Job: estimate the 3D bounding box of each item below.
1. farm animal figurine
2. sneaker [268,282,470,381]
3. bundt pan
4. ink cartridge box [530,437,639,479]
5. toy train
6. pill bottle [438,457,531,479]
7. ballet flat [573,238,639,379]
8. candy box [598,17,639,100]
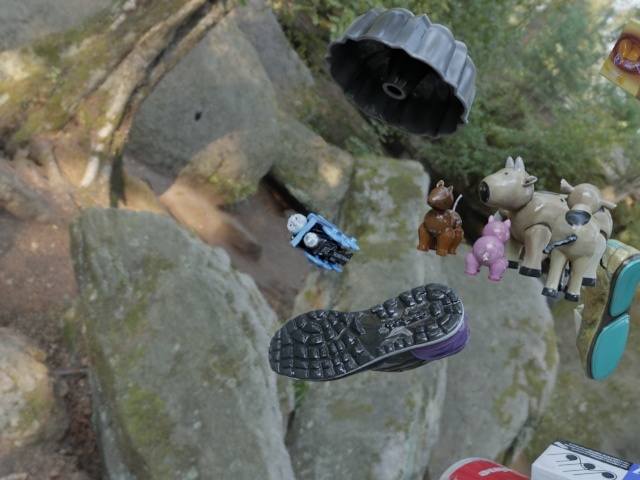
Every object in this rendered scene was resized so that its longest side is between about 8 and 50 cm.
[{"bbox_3d":[0.323,-0.030,0.985,0.327,0.172,0.330,6,9,-34],"label":"farm animal figurine"},{"bbox_3d":[0.071,0.157,0.933,0.124,0.284,0.107,59,22,-51],"label":"sneaker"},{"bbox_3d":[0.179,-0.359,1.383,0.331,0.124,0.331,26,-14,7],"label":"bundt pan"},{"bbox_3d":[0.417,0.352,0.941,0.207,0.046,0.097,11,19,40],"label":"ink cartridge box"},{"bbox_3d":[0.000,0.000,1.223,0.105,0.080,0.184,42,8,24],"label":"toy train"},{"bbox_3d":[0.423,0.631,1.456,0.229,0.229,0.408,48,-14,-4],"label":"pill bottle"},{"bbox_3d":[0.597,0.143,1.409,0.123,0.123,0.348,-118,-162,-52],"label":"ballet flat"},{"bbox_3d":[0.581,-0.290,1.131,0.053,0.109,0.186,0,39,-29],"label":"candy box"}]
